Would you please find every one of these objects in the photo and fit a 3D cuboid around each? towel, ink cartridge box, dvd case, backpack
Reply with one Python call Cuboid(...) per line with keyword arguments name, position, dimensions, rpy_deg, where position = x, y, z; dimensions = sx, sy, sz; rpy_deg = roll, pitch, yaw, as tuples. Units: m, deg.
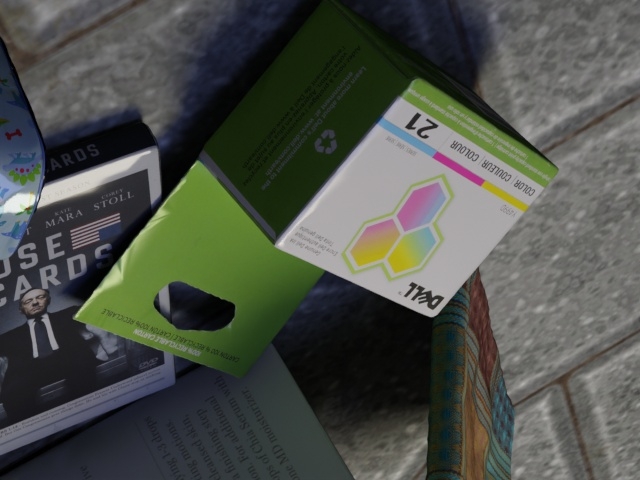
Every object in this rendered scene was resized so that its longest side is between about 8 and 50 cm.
Cuboid(name="towel", position=(0.110, 0.213, 1.350), dimensions=(0.040, 0.370, 0.271), rpy_deg=(-2, 146, 11))
Cuboid(name="ink cartridge box", position=(0.000, 0.000, 1.184), dimensions=(0.255, 0.097, 0.189), rpy_deg=(-51, 144, 10))
Cuboid(name="dvd case", position=(-0.180, 0.043, 1.184), dimensions=(0.179, 0.029, 0.239), rpy_deg=(-21, 143, -18))
Cuboid(name="backpack", position=(-0.199, -0.045, 0.992), dimensions=(0.084, 0.114, 0.105), rpy_deg=(-4, 136, -34))

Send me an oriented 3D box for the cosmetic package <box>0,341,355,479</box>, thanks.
Cuboid(name="cosmetic package", position=(-0.170, 0.288, 1.308), dimensions=(0.453, 0.230, 0.161), rpy_deg=(-28, 145, -6))
